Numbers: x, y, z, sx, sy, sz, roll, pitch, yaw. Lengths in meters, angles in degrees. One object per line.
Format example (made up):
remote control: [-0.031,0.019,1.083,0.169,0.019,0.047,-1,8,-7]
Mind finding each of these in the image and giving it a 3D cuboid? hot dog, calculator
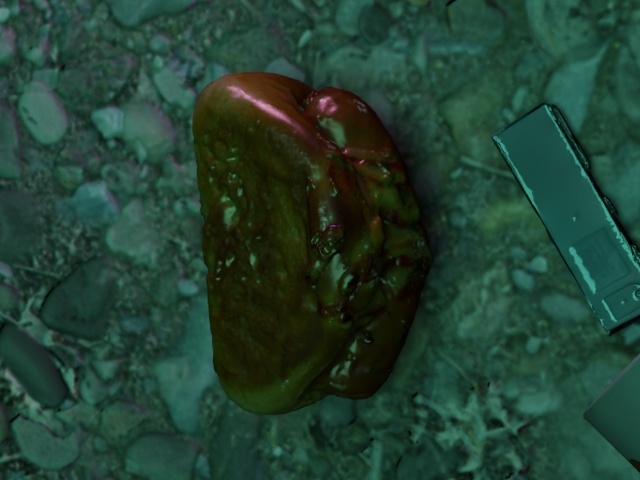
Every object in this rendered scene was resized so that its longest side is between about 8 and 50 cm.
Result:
hot dog: [0.000,0.000,1.438,0.153,0.150,0.256,-2,95,32]
calculator: [0.190,-0.017,1.421,0.057,0.018,0.172,-33,83,22]

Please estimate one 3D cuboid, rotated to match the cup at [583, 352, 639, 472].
cup: [0.357,0.154,1.271,0.317,0.212,0.212,46,111,10]
